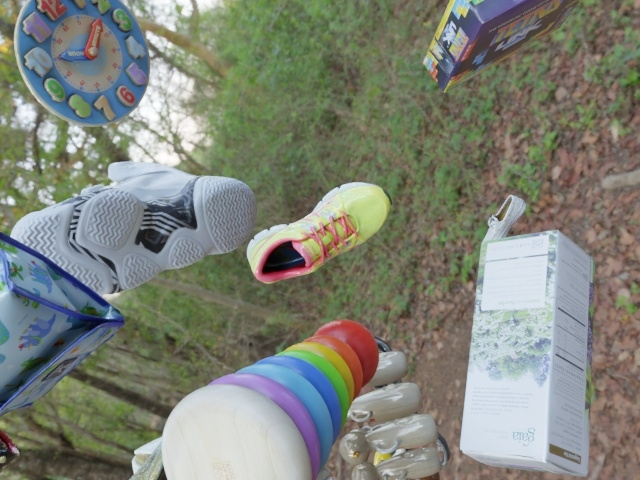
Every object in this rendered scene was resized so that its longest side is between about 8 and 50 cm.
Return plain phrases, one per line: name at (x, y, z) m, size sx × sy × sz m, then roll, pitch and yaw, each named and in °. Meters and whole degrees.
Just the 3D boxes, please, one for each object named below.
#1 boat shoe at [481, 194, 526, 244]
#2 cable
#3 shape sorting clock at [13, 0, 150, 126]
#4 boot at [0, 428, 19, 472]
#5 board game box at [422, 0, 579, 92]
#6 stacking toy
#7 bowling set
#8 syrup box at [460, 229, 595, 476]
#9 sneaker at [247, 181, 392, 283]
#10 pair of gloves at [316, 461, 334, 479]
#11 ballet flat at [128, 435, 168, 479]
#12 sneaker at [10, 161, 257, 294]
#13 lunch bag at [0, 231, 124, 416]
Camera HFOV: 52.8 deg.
boat shoe at (0.278, -0.027, 1.008) m, size 0.100 × 0.035 × 0.035 m, roll -56°, pitch 25°, yaw 19°
cable at (0.140, 0.305, 1.105) m, size 0.072 × 0.139 × 0.288 m, roll -42°, pitch -58°, yaw -75°
shape sorting clock at (-0.335, -0.269, 0.931) m, size 0.040 × 0.206 × 0.206 m, roll 1°, pitch 66°, yaw 46°
boot at (-0.753, 0.462, 1.236) m, size 0.284 × 0.138 × 0.377 m, roll -38°, pitch -13°, yaw -24°
board game box at (0.202, -0.240, 0.672) m, size 0.170 × 0.048 × 0.141 m, roll -31°, pitch -9°, yaw -10°
stacking toy at (-0.020, 0.160, 0.685) m, size 0.141 × 0.141 × 0.330 m, roll -65°, pitch -14°, yaw 21°
bowling set at (0.086, 0.302, 0.933) m, size 0.287 × 0.154 × 0.200 m, roll -98°, pitch -7°, yaw -81°
syrup box at (0.223, 0.118, 0.682) m, size 0.093 × 0.096 × 0.237 m, roll -11°, pitch 61°, yaw 44°
sneaker at (0.000, 0.000, 0.824) m, size 0.208 × 0.082 × 0.094 m, roll -30°, pitch 16°, yaw 10°
pair of gloves at (-0.095, 0.359, 0.987) m, size 0.204 × 0.240 × 0.042 m, roll -33°, pitch 4°, yaw -20°
ballet flat at (-0.201, 0.306, 0.758) m, size 0.348 × 0.123 × 0.123 m, roll -47°, pitch -10°, yaw -50°
sneaker at (-0.287, -0.029, 0.936) m, size 0.210 × 0.365 × 0.138 m, roll 15°, pitch 112°, yaw 41°
lunch bag at (-0.269, 0.086, 0.577) m, size 0.128 × 0.151 × 0.096 m, roll -41°, pitch 55°, yaw 1°
